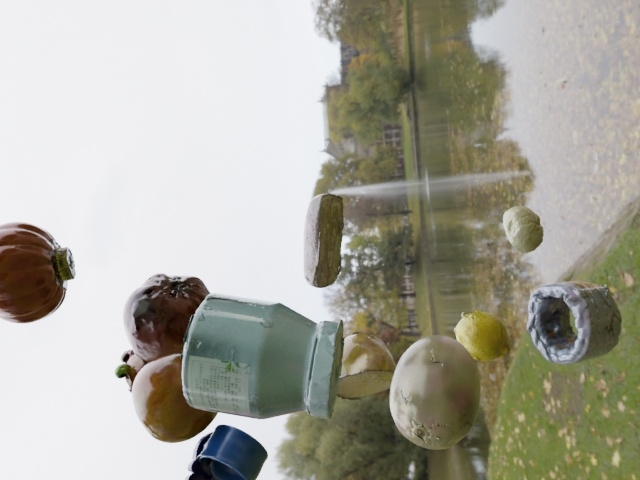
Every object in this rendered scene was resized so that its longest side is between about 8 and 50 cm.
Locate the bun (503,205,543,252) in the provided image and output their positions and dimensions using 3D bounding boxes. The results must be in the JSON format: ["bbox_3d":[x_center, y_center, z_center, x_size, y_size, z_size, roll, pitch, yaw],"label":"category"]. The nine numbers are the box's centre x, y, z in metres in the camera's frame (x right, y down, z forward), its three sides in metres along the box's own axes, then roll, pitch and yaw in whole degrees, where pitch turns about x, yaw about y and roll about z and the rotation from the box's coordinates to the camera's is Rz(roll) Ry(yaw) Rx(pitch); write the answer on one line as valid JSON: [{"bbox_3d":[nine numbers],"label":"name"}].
[{"bbox_3d":[0.485,-0.029,1.157,0.115,0.069,0.115,25,-127,-37],"label":"bun"}]

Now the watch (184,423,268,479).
[{"bbox_3d":[-0.241,0.599,1.316,0.196,0.200,0.171,41,-134,-23],"label":"watch"}]

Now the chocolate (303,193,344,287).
[{"bbox_3d":[0.000,0.000,1.587,0.185,0.100,0.303,-3,-86,-67],"label":"chocolate"}]

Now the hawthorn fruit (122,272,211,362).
[{"bbox_3d":[-0.516,0.268,1.659,0.308,0.325,0.308,32,-152,-20],"label":"hawthorn fruit"}]

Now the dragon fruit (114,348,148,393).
[{"bbox_3d":[-0.635,0.514,1.820,0.268,0.130,0.295,42,167,35],"label":"dragon fruit"}]

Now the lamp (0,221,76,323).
[{"bbox_3d":[-0.640,0.069,1.053,0.223,0.197,0.223,167,90,-75],"label":"lamp"}]

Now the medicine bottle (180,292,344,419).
[{"bbox_3d":[-0.105,0.244,1.016,0.245,0.290,0.245,5,-90,-80],"label":"medicine bottle"}]

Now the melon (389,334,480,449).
[{"bbox_3d":[0.293,0.381,1.250,0.317,0.223,0.223,-53,-42,-56],"label":"melon"}]

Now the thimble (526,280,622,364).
[{"bbox_3d":[0.475,0.153,0.921,0.127,0.118,0.151,-8,86,61],"label":"thimble"}]

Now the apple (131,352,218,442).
[{"bbox_3d":[-0.381,0.419,1.321,0.237,0.207,0.237,58,169,19],"label":"apple"}]

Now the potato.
[{"bbox_3d":[0.163,0.493,2.020,0.289,0.301,0.237,50,-157,-46],"label":"potato"}]

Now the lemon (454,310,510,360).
[{"bbox_3d":[0.590,0.349,1.779,0.173,0.206,0.173,-31,-39,-29],"label":"lemon"}]
